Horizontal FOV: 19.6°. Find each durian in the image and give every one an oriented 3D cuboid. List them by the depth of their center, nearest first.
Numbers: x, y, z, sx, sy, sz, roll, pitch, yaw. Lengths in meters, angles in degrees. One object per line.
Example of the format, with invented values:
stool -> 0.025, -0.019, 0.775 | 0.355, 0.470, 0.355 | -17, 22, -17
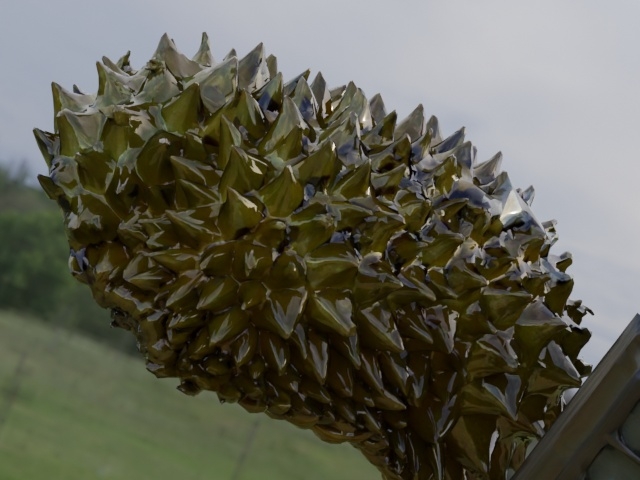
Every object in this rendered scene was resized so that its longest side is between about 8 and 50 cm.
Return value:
durian -> 0.008, 0.001, 0.713 | 0.138, 0.183, 0.250 | -25, -37, 37

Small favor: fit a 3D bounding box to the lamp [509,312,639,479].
lamp -> 0.155, 0.067, 0.683 | 0.089, 0.090, 0.325 | 38, 17, 14
